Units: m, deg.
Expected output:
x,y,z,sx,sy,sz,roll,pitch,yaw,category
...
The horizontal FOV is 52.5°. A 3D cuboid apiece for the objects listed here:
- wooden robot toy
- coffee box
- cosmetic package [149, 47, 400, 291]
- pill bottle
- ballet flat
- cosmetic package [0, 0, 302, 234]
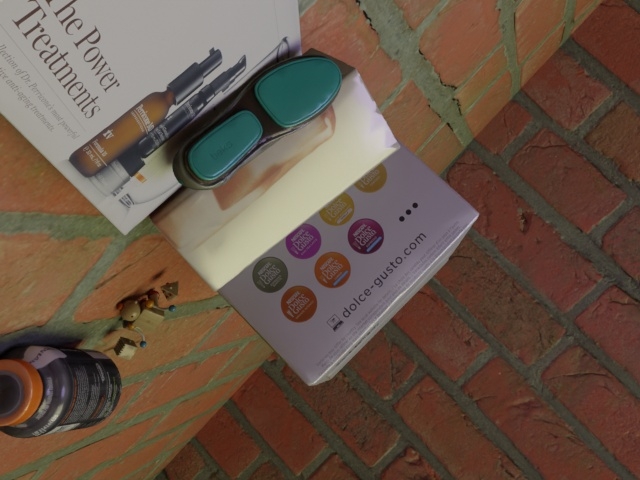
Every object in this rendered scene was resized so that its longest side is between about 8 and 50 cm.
x,y,z,sx,sy,sz,roll,pitch,yaw,category
-0.322,0.125,1.127,0.079,0.076,0.173,27,112,-39,wooden robot toy
0.000,0.000,1.068,0.337,0.334,0.338,-45,169,-4,coffee box
-0.071,-0.096,0.824,0.296,0.153,0.129,-38,123,-5,cosmetic package
-0.406,0.224,0.971,0.130,0.130,0.246,-44,167,-3,pill bottle
-0.070,-0.127,0.686,0.213,0.072,0.068,-40,-166,-21,ballet flat
-0.152,-0.181,0.585,0.284,0.097,0.377,-45,167,-11,cosmetic package
